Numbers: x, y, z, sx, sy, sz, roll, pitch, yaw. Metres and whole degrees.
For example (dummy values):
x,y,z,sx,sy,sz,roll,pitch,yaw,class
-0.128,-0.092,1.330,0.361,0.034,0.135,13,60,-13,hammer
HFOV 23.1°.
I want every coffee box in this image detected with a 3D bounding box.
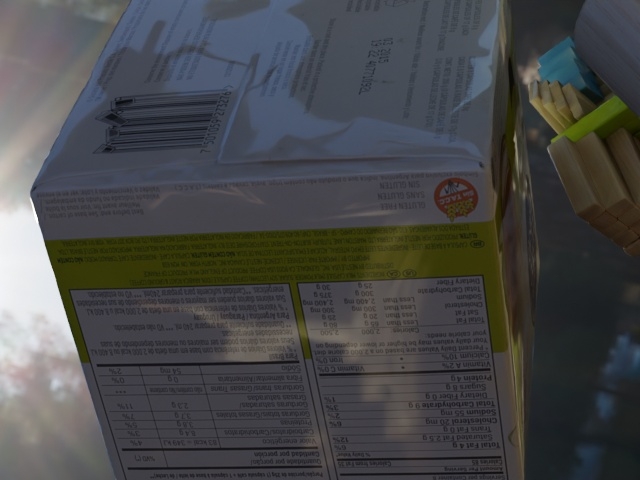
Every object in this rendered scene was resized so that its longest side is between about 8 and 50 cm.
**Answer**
x,y,z,sx,sy,sz,roll,pitch,yaw,class
0.000,0.000,1.302,0.338,0.338,0.334,-75,-22,-54,coffee box

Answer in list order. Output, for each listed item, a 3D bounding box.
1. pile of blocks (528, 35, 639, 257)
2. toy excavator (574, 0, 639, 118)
x,y,z,sx,sy,sz,roll,pitch,yaw,class
0.288,-0.138,1.511,0.112,0.149,0.362,-36,25,23,pile of blocks
0.365,-0.294,0.952,0.433,0.222,0.445,-32,-28,-14,toy excavator
